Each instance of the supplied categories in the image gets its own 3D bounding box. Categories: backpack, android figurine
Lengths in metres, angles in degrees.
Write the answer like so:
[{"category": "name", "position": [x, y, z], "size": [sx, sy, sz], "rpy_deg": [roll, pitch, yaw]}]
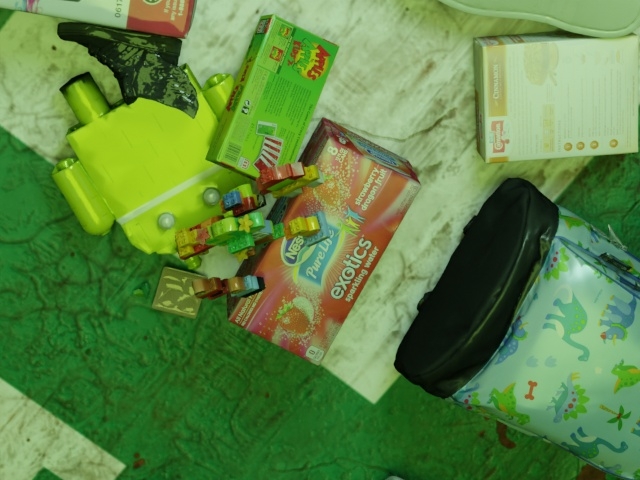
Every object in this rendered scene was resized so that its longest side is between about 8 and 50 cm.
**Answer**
[{"category": "backpack", "position": [0.322, 0.137, 1.805], "size": [0.356, 0.273, 0.290], "rpy_deg": [30, 96, -25]}, {"category": "android figurine", "position": [-0.188, -0.095, 1.778], "size": [0.248, 0.056, 0.272], "rpy_deg": [-27, 105, 4]}]

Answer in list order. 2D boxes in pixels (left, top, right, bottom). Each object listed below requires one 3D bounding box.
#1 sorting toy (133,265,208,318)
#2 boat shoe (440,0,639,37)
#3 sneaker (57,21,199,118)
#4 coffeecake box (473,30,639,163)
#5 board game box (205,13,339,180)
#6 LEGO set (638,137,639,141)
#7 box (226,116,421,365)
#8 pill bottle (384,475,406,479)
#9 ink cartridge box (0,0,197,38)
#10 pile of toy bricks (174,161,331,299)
[{"category": "sorting toy", "position": [-0.186, 0.060, 1.847], "size": [0.083, 0.012, 0.062], "rpy_deg": [15, 110, -12]}, {"category": "boat shoe", "position": [0.227, -0.316, 1.720], "size": [0.305, 0.091, 0.109], "rpy_deg": [14, 129, -8]}, {"category": "sneaker", "position": [-0.218, -0.194, 1.698], "size": [0.170, 0.051, 0.089], "rpy_deg": [8, 97, -6]}, {"category": "coffeecake box", "position": [0.280, -0.174, 1.779], "size": [0.186, 0.068, 0.142], "rpy_deg": [-4, 108, -3]}, {"category": "board game box", "position": [-0.056, -0.160, 1.734], "size": [0.092, 0.043, 0.181], "rpy_deg": [23, 85, -25]}, {"category": "LEGO set", "position": [0.418, -0.127, 1.832], "size": [0.083, 0.023, 0.054], "rpy_deg": [12, 104, 6]}, {"category": "box", "position": [0.000, 0.000, 1.784], "size": [0.128, 0.122, 0.256], "rpy_deg": [27, 103, -11]}, {"category": "pill bottle", "position": [0.147, 0.379, 1.928], "size": [0.169, 0.094, 0.094], "rpy_deg": [27, 103, -11]}, {"category": "ink cartridge box", "position": [-0.277, -0.360, 1.648], "size": [0.306, 0.131, 0.226], "rpy_deg": [8, 106, -8]}, {"category": "pile of toy bricks", "position": [-0.095, -0.007, 1.682], "size": [0.212, 0.105, 0.118], "rpy_deg": [-25, 71, 30]}]
